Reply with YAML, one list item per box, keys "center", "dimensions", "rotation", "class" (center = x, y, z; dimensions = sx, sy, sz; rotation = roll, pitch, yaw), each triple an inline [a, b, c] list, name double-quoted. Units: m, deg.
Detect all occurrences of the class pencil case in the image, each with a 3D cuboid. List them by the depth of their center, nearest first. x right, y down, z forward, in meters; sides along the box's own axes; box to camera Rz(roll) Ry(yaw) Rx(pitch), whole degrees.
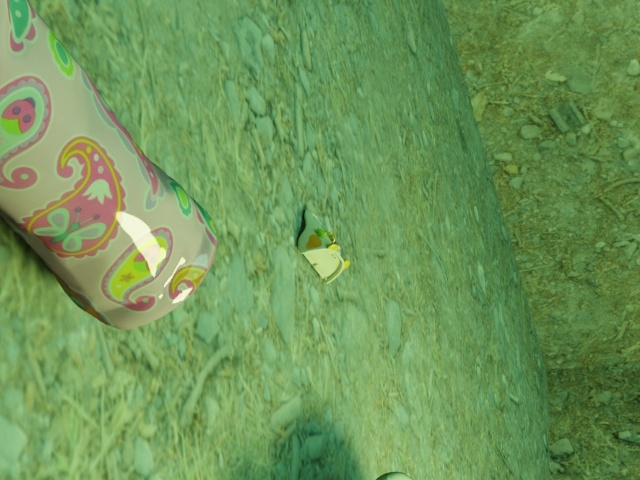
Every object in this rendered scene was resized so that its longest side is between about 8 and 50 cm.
- center: [-0.174, -0.062, 0.575]
  dimensions: [0.284, 0.124, 0.124]
  rotation: [58, 29, -45]
  class: "pencil case"

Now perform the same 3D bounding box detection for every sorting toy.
- center: [0.000, 0.000, 1.166]
  dimensions: [0.083, 0.044, 0.075]
  rotation: [53, 14, -52]
  class: "sorting toy"

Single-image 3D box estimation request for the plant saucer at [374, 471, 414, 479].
- center: [0.063, 0.467, 1.018]
  dimensions: [0.400, 0.100, 0.401]
  rotation: [-10, 90, -71]
  class: "plant saucer"
